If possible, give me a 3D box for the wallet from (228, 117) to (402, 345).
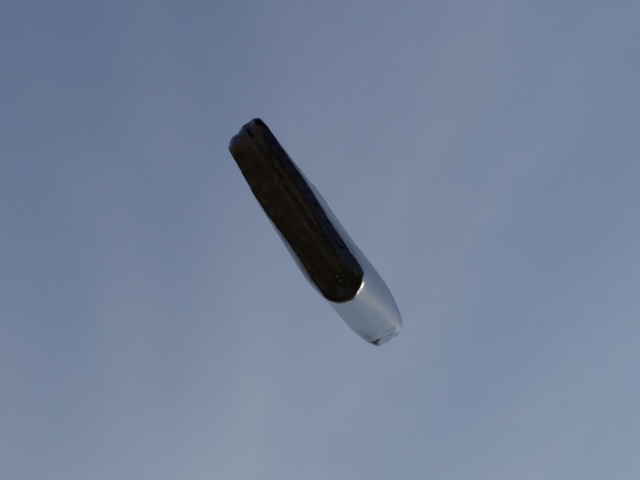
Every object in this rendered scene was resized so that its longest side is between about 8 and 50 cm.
[{"bbox_3d":[0.000,0.000,1.013,0.149,0.044,0.250,57,3,13],"label":"wallet"}]
